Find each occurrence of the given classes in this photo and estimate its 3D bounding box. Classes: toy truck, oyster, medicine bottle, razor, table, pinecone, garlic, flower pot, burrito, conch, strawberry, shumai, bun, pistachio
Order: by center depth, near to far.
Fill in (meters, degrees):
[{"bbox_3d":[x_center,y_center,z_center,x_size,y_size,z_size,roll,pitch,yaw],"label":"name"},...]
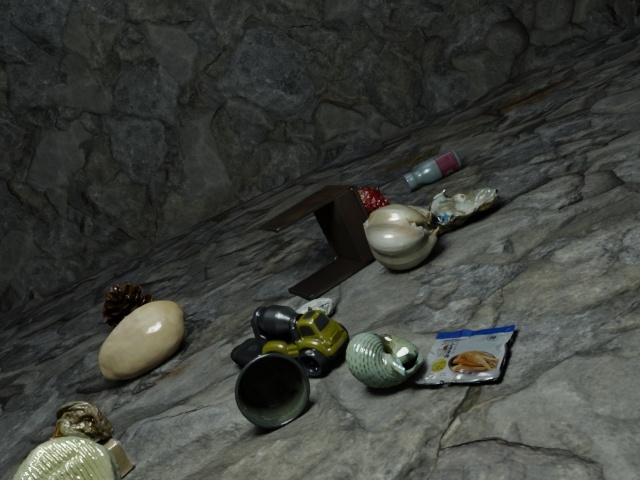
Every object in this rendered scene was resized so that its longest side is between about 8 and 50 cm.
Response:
[{"bbox_3d":[-0.513,0.516,1.298,0.220,0.220,0.134,-38,-9,-36],"label":"bun"},{"bbox_3d":[0.127,0.244,1.304,0.135,0.102,0.153,-25,46,-39],"label":"conch"},{"bbox_3d":[-0.107,0.310,1.384,0.157,0.157,0.107,-28,7,-6],"label":"flower pot"},{"bbox_3d":[-0.544,0.436,1.446,0.146,0.145,0.116,-16,40,29],"label":"shumai"},{"bbox_3d":[-0.054,0.222,1.522,0.224,0.165,0.147,-12,21,39],"label":"toy truck"},{"bbox_3d":[-0.166,0.296,1.655,0.090,0.054,0.148,-34,19,-26],"label":"razor"},{"bbox_3d":[-0.055,0.213,1.741,0.203,0.064,0.064,-27,16,-2],"label":"burrito"},{"bbox_3d":[0.236,-0.011,1.817,0.203,0.184,0.281,-6,0,16],"label":"garlic"},{"bbox_3d":[0.421,-0.092,1.935,0.223,0.083,0.214,-5,29,38],"label":"oyster"},{"bbox_3d":[-0.544,0.303,1.969,0.299,0.187,0.187,-35,18,-16],"label":"pistachio"},{"bbox_3d":[0.000,0.000,1.979,0.282,0.250,0.196,-31,18,-20],"label":"table"},{"bbox_3d":[0.144,-0.092,2.200,0.187,0.184,0.201,26,89,43],"label":"strawberry"},{"bbox_3d":[-0.719,0.244,2.397,0.208,0.207,0.208,-24,17,7],"label":"pinecone"},{"bbox_3d":[0.422,-0.265,2.441,0.217,0.090,0.090,-27,16,-1],"label":"medicine bottle"}]

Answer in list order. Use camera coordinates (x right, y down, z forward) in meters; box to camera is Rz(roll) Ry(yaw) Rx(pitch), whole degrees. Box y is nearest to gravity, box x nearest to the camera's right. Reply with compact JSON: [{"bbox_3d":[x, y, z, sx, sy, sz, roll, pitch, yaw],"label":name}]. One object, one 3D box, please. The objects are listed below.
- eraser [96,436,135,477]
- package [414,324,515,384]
[{"bbox_3d":[-0.589,0.566,1.417,0.343,0.078,0.144,-36,18,-31],"label":"eraser"},{"bbox_3d":[0.285,0.224,1.260,0.171,0.027,0.173,-14,23,34],"label":"package"}]
